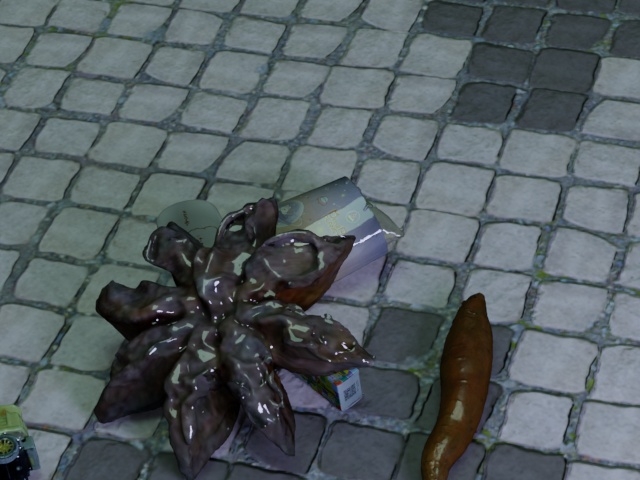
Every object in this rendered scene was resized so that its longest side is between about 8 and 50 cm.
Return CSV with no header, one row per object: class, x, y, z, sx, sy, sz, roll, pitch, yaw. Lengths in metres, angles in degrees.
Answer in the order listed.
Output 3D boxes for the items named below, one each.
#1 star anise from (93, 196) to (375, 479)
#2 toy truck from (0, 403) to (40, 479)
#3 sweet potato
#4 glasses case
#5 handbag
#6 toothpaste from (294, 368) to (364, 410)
star anise,-0.102,0.088,1.824,0.331,0.118,0.332,-11,55,15
toy truck,-0.373,0.217,1.785,0.168,0.077,0.100,-13,46,-6
sweet potato,0.147,0.151,1.817,0.057,0.057,0.265,4,45,11
glasses case,-0.131,0.022,1.989,0.074,0.049,0.193,-15,45,-11
handbag,0.000,0.000,1.976,0.173,0.095,0.117,-25,54,-9
toothpaste,-0.021,0.120,1.875,0.034,0.046,0.164,-36,51,-24
